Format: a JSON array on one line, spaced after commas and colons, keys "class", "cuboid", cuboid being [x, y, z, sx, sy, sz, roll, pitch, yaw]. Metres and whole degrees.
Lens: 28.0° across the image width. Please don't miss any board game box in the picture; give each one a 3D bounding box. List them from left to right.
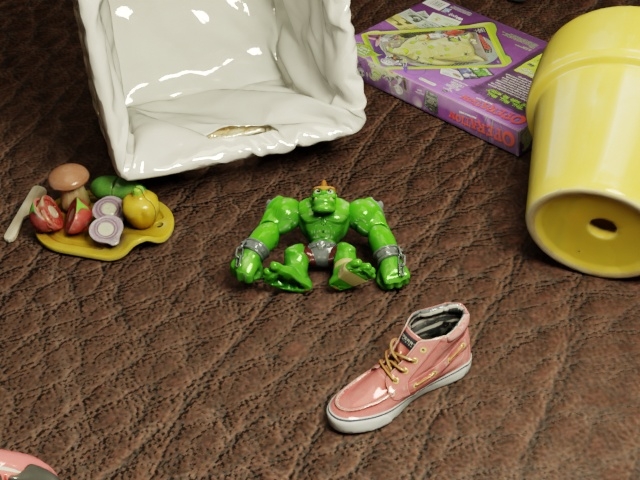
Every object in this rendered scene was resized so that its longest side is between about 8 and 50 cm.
[{"class": "board game box", "cuboid": [0.215, -0.241, 1.812, 0.208, 0.056, 0.347, -27, 43, -33]}]

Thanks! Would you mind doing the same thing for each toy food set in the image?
[{"class": "toy food set", "cuboid": [-0.290, -0.045, 1.586, 0.218, 0.071, 0.128, 8, 39, 16]}]

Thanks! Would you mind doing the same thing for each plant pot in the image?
[{"class": "plant pot", "cuboid": [0.346, -0.096, 1.471, 0.254, 0.254, 0.239, 11, 56, 19]}]

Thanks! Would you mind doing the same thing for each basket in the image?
[{"class": "basket", "cuboid": [-0.147, -0.283, 1.646, 0.328, 0.331, 0.266, -13, 19, -12]}]

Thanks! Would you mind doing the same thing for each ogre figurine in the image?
[{"class": "ogre figurine", "cuboid": [0.000, 0.000, 1.490, 0.197, 0.097, 0.118, -10, 54, 17]}]

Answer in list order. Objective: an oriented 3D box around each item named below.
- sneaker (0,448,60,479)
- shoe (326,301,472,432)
[{"class": "sneaker", "cuboid": [-0.394, 0.211, 1.233, 0.314, 0.115, 0.136, 0, 37, 6]}, {"class": "shoe", "cuboid": [0.081, 0.127, 1.320, 0.178, 0.081, 0.063, -24, 42, -24]}]
